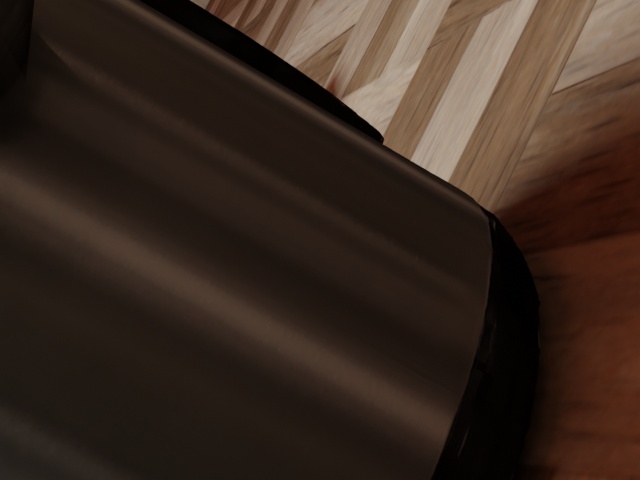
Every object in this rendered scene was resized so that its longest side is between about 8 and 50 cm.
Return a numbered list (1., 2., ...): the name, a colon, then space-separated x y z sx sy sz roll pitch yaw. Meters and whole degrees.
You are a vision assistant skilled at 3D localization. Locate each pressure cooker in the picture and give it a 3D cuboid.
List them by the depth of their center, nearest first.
1. pressure cooker: -0.155 0.050 0.742 0.370 0.420 0.375 -59 11 9
